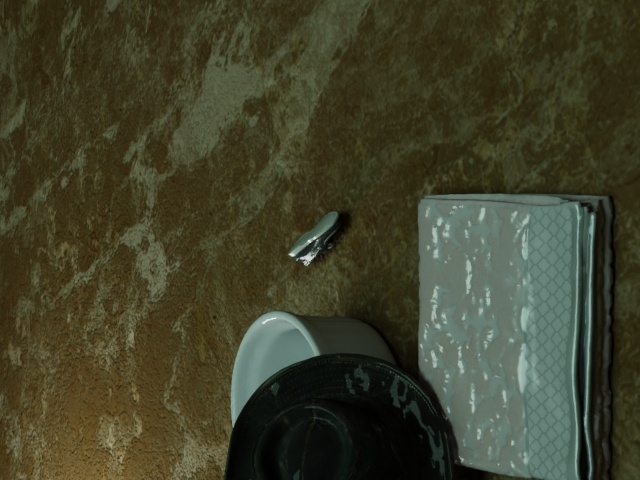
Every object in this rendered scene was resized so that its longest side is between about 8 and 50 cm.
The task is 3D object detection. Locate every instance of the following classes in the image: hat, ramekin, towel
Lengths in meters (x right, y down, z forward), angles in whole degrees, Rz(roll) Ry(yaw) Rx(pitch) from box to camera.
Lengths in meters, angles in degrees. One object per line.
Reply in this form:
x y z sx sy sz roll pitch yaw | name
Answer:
0.004 0.291 1.573 0.331 0.134 0.331 -4 77 17 | hat
-0.002 0.232 1.812 0.277 0.135 0.277 3 93 58 | ramekin
0.213 0.110 1.537 0.317 0.053 0.332 1 91 59 | towel

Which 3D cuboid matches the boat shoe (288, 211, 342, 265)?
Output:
0.000 0.000 1.895 0.125 0.038 0.046 -40 15 45 | boat shoe

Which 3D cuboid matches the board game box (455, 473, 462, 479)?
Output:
0.052 0.523 1.658 0.390 0.050 0.390 -32 51 39 | board game box
